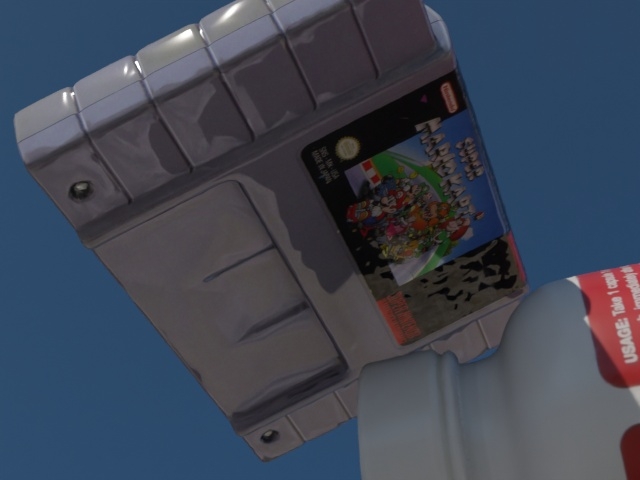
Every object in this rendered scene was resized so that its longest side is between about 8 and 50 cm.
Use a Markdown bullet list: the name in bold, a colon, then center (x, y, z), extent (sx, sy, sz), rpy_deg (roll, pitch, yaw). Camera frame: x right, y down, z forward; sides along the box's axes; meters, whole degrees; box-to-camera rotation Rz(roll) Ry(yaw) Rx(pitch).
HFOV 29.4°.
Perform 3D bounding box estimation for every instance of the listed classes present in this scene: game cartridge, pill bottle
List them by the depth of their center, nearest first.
- **pill bottle**: center (0.236, 0.115, 0.655), extent (0.407, 0.229, 0.229), rpy_deg (-11, -57, 10)
- **game cartridge**: center (0.000, 0.000, 0.748), extent (0.230, 0.068, 0.355), rpy_deg (-24, -40, 4)
